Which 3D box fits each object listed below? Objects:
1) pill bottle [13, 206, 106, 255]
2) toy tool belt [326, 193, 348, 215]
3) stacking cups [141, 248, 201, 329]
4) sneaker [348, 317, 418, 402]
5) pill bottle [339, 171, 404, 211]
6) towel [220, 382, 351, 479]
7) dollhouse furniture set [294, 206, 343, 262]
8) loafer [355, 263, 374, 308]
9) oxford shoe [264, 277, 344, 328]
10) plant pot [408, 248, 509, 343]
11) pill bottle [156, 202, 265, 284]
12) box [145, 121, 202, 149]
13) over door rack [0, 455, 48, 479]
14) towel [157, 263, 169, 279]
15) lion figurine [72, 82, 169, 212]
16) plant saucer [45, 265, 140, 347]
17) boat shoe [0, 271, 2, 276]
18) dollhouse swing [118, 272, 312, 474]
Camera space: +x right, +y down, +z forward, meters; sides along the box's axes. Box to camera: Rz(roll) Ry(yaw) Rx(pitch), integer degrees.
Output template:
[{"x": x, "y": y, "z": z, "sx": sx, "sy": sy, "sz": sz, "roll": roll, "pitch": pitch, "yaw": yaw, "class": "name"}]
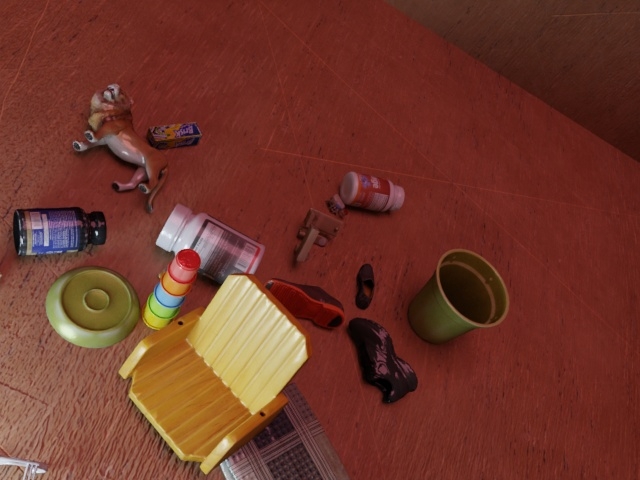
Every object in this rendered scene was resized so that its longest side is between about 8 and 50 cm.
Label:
[{"x": -0.690, "y": -0.028, "z": 1.744, "sx": 0.219, "sy": 0.123, "sz": 0.123, "roll": -4, "pitch": 61, "yaw": -32, "class": "pill bottle"}, {"x": 0.056, "y": -0.116, "z": 2.301, "sx": 0.083, "sy": 0.051, "sz": 0.052, "roll": 59, "pitch": 33, "yaw": 0, "class": "toy tool belt"}, {"x": -0.377, "y": 0.120, "z": 1.697, "sx": 0.096, "sy": 0.316, "sz": 0.096, "roll": 17, "pitch": 50, "yaw": -21, "class": "stacking cups"}, {"x": 0.171, "y": 0.362, "z": 1.999, "sx": 0.130, "sy": 0.109, "sz": 0.286, "roll": -30, "pitch": 75, "yaw": -34, "class": "sneaker"}, {"x": 0.187, "y": -0.170, "z": 2.358, "sx": 0.216, "sy": 0.121, "sz": 0.121, "roll": 10, "pitch": 55, "yaw": -25, "class": "pill bottle"}, {"x": -0.111, "y": 0.570, "z": 1.731, "sx": 0.312, "sy": 0.056, "sz": 0.324, "roll": -17, "pitch": 66, "yaw": -40, "class": "towel"}, {"x": 0.000, "y": 0.000, "z": 2.117, "sx": 0.123, "sy": 0.144, "sz": 0.151, "roll": 24, "pitch": 14, "yaw": -15, "class": "dollhouse furniture set"}, {"x": 0.157, "y": 0.142, "z": 2.165, "sx": 0.062, "sy": 0.061, "sz": 0.170, "roll": 18, "pitch": 51, "yaw": -17, "class": "loafer"}, {"x": -0.051, "y": 0.178, "z": 2.014, "sx": 0.271, "sy": 0.097, "sz": 0.098, "roll": 29, "pitch": 29, "yaw": -16, "class": "oxford shoe"}, {"x": 0.426, "y": 0.209, "z": 2.148, "sx": 0.276, "sy": 0.254, "sz": 0.276, "roll": 15, "pitch": 52, "yaw": -20, "class": "plant pot"}, {"x": -0.318, "y": 0.020, "z": 1.904, "sx": 0.283, "sy": 0.161, "sz": 0.161, "roll": 29, "pitch": 49, "yaw": -10, "class": "pill bottle"}, {"x": -0.474, "y": -0.339, "z": 2.131, "sx": 0.168, "sy": 0.054, "sz": 0.059, "roll": -15, "pitch": 67, "yaw": -36, "class": "box"}, {"x": -0.738, "y": 0.536, "z": 1.320, "sx": 0.324, "sy": 0.108, "sz": 0.240, "roll": 31, "pitch": 45, "yaw": -36, "class": "over door rack"}, {"x": -0.420, "y": 0.109, "z": 1.884, "sx": 0.083, "sy": 0.009, "sz": 0.060, "roll": 42, "pitch": 47, "yaw": 2, "class": "towel"}, {"x": -0.578, "y": -0.285, "z": 2.002, "sx": 0.392, "sy": 0.142, "sz": 0.240, "roll": 52, "pitch": 40, "yaw": -9, "class": "lion figurine"}, {"x": -0.591, "y": 0.164, "z": 1.729, "sx": 0.240, "sy": 0.037, "sz": 0.241, "roll": 16, "pitch": 52, "yaw": -21, "class": "plant saucer"}, {"x": -0.842, "y": 0.131, "z": 1.591, "sx": 0.059, "sy": 0.063, "sz": 0.170, "roll": 47, "pitch": 58, "yaw": 3, "class": "boat shoe"}, {"x": -0.250, "y": 0.304, "z": 1.615, "sx": 0.347, "sy": 0.305, "sz": 0.315, "roll": 45, "pitch": 43, "yaw": 15, "class": "dollhouse swing"}]
